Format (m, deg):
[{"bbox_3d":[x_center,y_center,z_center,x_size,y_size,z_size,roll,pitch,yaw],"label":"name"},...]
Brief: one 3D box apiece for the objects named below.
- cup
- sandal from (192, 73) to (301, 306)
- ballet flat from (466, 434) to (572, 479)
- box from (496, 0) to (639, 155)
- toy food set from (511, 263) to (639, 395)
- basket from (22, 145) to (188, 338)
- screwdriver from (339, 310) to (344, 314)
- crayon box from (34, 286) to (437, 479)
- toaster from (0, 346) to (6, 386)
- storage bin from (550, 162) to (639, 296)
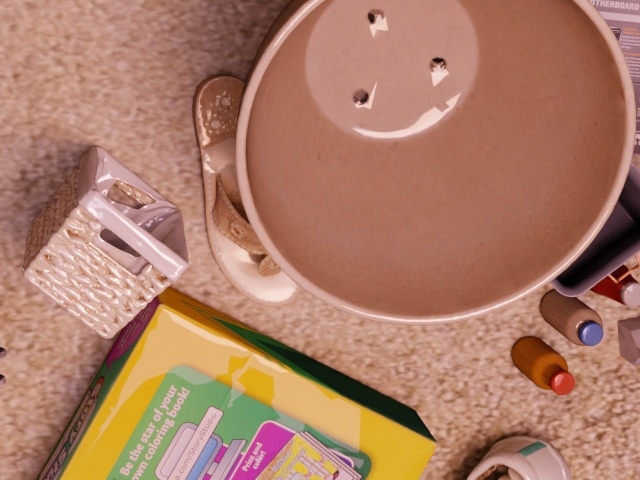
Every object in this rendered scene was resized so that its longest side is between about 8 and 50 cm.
[{"bbox_3d":[0.081,-0.124,1.245,0.331,0.237,0.331,-3,116,-6],"label":"cup"},{"bbox_3d":[-0.068,-0.035,1.333,0.088,0.079,0.240,-17,107,-8],"label":"sandal"},{"bbox_3d":[0.123,0.376,1.441,0.139,0.139,0.400,26,95,-17],"label":"ballet flat"},{"bbox_3d":[0.278,-0.178,1.383,0.231,0.056,0.183,3,102,-13],"label":"box"},{"bbox_3d":[0.317,0.082,1.431,0.232,0.104,0.111,-10,106,-10],"label":"toy food set"},{"bbox_3d":[-0.195,0.001,1.273,0.113,0.167,0.103,40,99,-18],"label":"basket"},{"bbox_3d":[0.000,0.000,1.385,0.024,0.025,0.170,-19,106,-7],"label":"screwdriver"},{"bbox_3d":[-0.114,0.268,1.386,0.313,0.106,0.363,29,97,-16],"label":"crayon box"},{"bbox_3d":[-0.376,0.101,1.254,0.186,0.168,0.110,-7,106,-11],"label":"toaster"},{"bbox_3d":[0.271,-0.004,1.399,0.135,0.091,0.098,-37,85,0],"label":"storage bin"}]
